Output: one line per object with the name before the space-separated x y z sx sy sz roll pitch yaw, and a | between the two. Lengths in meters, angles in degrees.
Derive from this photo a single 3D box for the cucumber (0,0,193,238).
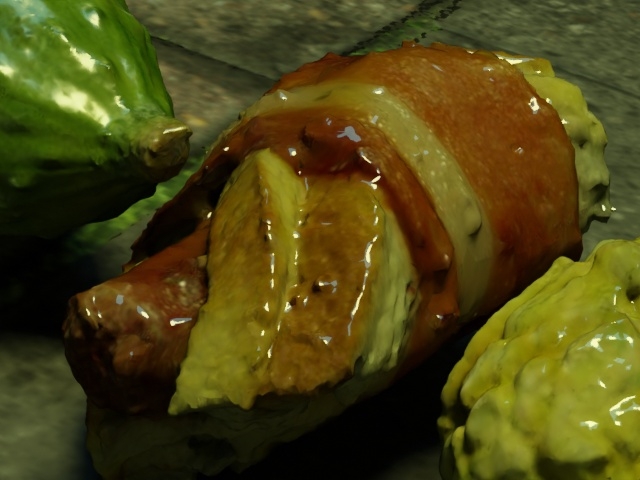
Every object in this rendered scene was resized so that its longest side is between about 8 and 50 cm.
cucumber | -0.129 -0.063 0.643 0.244 0.134 0.134 25 31 37

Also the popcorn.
popcorn | 0.095 0.053 0.546 0.120 0.106 0.116 14 23 -9

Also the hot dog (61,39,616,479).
hot dog | 0.000 0.000 0.587 0.213 0.146 0.103 -26 86 -54
